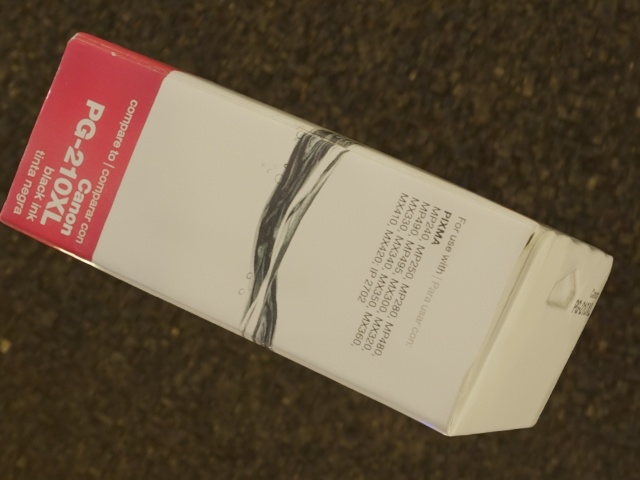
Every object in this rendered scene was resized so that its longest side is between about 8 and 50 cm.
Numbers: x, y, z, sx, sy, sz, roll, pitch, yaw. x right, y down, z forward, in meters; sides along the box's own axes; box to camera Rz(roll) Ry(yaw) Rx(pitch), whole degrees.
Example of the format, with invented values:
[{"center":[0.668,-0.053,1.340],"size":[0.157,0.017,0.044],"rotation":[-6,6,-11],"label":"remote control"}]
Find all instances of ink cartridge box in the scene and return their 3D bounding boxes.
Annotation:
[{"center":[0.000,0.000,0.763],"size":[0.237,0.172,0.100],"rotation":[24,94,20],"label":"ink cartridge box"}]
